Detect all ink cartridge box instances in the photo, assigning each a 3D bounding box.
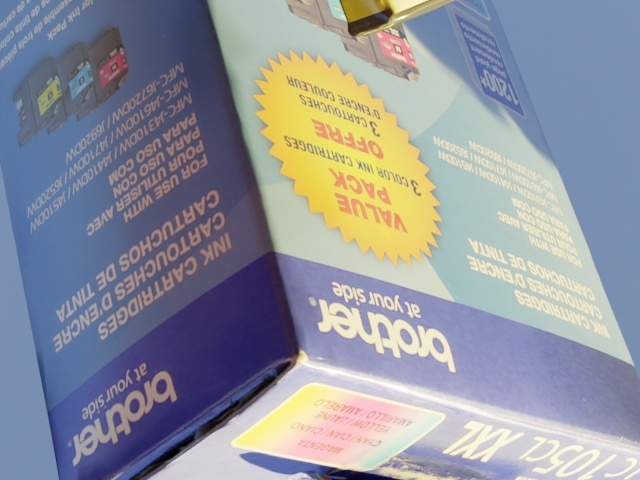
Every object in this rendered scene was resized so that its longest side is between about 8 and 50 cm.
[{"bbox_3d":[0.000,0.000,0.770,0.151,0.270,0.395,-35,-125,32],"label":"ink cartridge box"}]

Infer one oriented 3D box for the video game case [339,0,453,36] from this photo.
[{"bbox_3d":[0.082,-0.247,0.680,0.275,0.035,0.248,-26,-80,-29],"label":"video game case"}]
